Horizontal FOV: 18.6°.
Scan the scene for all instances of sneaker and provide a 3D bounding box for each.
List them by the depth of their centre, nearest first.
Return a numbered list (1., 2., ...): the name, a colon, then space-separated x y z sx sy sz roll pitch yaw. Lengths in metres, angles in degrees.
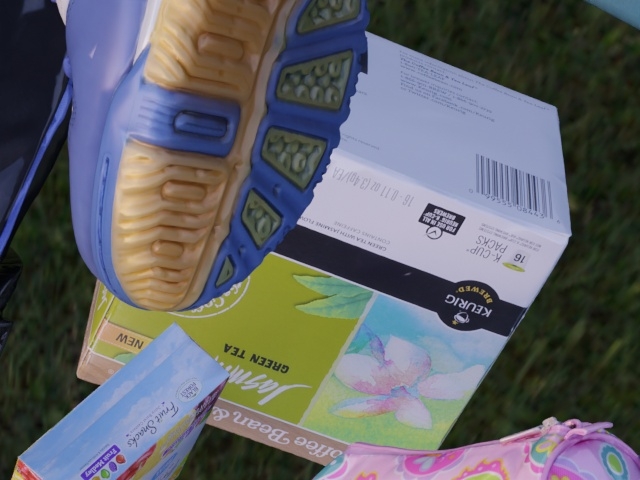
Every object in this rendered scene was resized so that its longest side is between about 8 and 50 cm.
1. sneaker: -0.056 -0.125 0.691 0.131 0.112 0.296 8 87 30

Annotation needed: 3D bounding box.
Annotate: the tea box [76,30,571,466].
1. tea box: 0.000 0.000 1.729 0.329 0.323 0.220 20 34 -12

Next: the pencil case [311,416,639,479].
1. pencil case: 0.114 0.197 1.434 0.124 0.284 0.124 9 76 -37

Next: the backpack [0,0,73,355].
1. backpack: -0.203 -0.066 0.845 0.213 0.263 0.276 33 61 -12

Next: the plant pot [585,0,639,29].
1. plant pot: 0.182 -0.218 1.051 0.165 0.165 0.234 -7 27 -37

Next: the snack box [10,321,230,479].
1. snack box: -0.170 0.179 1.541 0.070 0.207 0.174 43 59 8
